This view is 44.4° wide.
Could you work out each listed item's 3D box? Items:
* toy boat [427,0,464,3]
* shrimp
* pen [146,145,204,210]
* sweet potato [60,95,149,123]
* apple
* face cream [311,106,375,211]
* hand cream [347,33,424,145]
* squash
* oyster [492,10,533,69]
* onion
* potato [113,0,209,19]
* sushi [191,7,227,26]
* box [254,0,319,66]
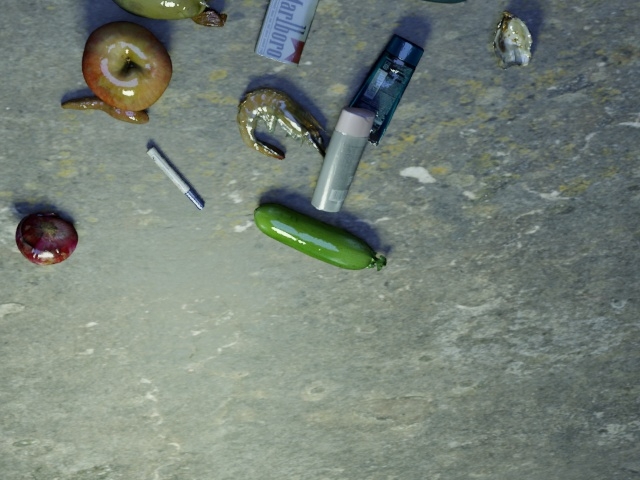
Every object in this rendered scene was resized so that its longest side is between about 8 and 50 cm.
[{"bbox_3d":[0.260,-0.617,1.864,0.246,0.103,0.092,7,107,-11],"label":"toy boat"},{"bbox_3d":[-0.102,-0.273,1.966,0.173,0.058,0.253,-40,108,14],"label":"shrimp"},{"bbox_3d":[-0.366,-0.156,1.990,0.025,0.025,0.204,-38,109,7],"label":"pen"},{"bbox_3d":[-0.524,-0.323,1.907,0.214,0.050,0.050,11,107,-6],"label":"sweet potato"},{"bbox_3d":[-0.449,-0.405,1.826,0.210,0.164,0.209,-4,102,-17],"label":"apple"},{"bbox_3d":[0.057,-0.204,1.972,0.107,0.073,0.269,-8,127,-47],"label":"face cream"},{"bbox_3d":[0.156,-0.375,1.959,0.120,0.061,0.270,25,109,-12],"label":"hand cream"},{"bbox_3d":[0.000,0.000,2.044,0.379,0.101,0.101,23,105,-15],"label":"squash"},{"bbox_3d":[0.474,-0.501,1.949,0.103,0.051,0.148,-11,125,-5],"label":"oyster"},{"bbox_3d":[-0.694,0.011,1.972,0.150,0.150,0.140,21,136,-12],"label":"onion"},{"bbox_3d":[-0.365,-0.587,1.780,0.251,0.159,0.174,22,132,-1],"label":"potato"},{"bbox_3d":[-0.267,-0.533,1.859,0.099,0.050,0.047,7,112,1],"label":"sushi"},{"bbox_3d":[-0.081,-0.522,1.892,0.115,0.036,0.177,15,106,-12],"label":"box"}]
